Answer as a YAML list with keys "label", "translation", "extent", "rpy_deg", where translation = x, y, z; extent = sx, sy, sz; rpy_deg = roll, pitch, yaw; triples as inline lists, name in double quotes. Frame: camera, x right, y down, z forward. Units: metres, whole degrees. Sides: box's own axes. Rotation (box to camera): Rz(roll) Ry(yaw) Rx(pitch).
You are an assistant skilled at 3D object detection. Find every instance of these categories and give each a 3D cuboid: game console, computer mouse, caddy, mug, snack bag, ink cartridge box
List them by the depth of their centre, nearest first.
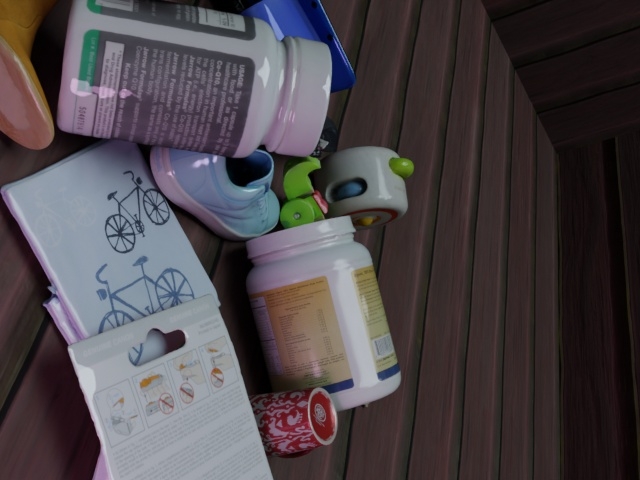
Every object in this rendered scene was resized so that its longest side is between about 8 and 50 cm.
- label: "ink cartridge box"
  translation: [-0.211, 0.297, 1.271]
  extent: [0.308, 0.091, 0.385]
  rpy_deg: [-19, 92, -58]
- label: "snack bag"
  translation: [-0.296, 0.024, 1.316]
  extent: [0.343, 0.037, 0.323]
  rpy_deg: [64, 29, -13]
- label: "mug"
  translation: [-0.058, 0.295, 1.470]
  extent: [0.150, 0.169, 0.113]
  rpy_deg: [16, 62, -58]
- label: "caddy"
  translation: [-0.109, -0.300, 1.571]
  extent: [0.179, 0.241, 0.341]
  rpy_deg: [60, 11, -11]
- label: "game console"
  translation: [-0.058, -0.431, 1.775]
  extent: [0.250, 0.173, 0.293]
  rpy_deg: [-83, 149, -64]
- label: "computer mouse"
  translation: [-0.036, -0.223, 1.786]
  extent: [0.272, 0.188, 0.072]
  rpy_deg: [-16, 126, -70]

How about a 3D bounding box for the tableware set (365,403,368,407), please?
- label: "tableware set"
  translation: [0.066, 0.258, 1.874]
  extent: [0.168, 0.020, 0.141]
  rpy_deg: [41, 44, -48]

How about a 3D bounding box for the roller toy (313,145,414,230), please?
- label: "roller toy"
  translation: [0.083, -0.099, 1.906]
  extent: [0.191, 0.209, 0.146]
  rpy_deg: [-2, 74, -21]

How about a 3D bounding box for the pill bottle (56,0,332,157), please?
- label: "pill bottle"
  translation: [-0.179, -0.228, 1.290]
  extent: [0.361, 0.204, 0.204]
  rpy_deg: [8, 62, -15]

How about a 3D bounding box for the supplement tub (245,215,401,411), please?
- label: "supplement tub"
  translation: [-0.001, 0.131, 1.591]
  extent: [0.228, 0.228, 0.316]
  rpy_deg: [-10, 85, -62]

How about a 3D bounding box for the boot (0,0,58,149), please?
- label: "boot"
  translation: [-0.400, -0.287, 1.211]
  extent: [0.295, 0.104, 0.211]
  rpy_deg: [60, 32, -18]

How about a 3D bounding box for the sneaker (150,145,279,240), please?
- label: "sneaker"
  translation: [-0.129, -0.087, 1.535]
  extent: [0.366, 0.150, 0.135]
  rpy_deg: [24, 59, -65]

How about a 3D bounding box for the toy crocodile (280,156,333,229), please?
- label: "toy crocodile"
  translation: [0.000, 0.000, 1.757]
  extent: [0.115, 0.105, 0.341]
  rpy_deg: [-83, 152, -77]
